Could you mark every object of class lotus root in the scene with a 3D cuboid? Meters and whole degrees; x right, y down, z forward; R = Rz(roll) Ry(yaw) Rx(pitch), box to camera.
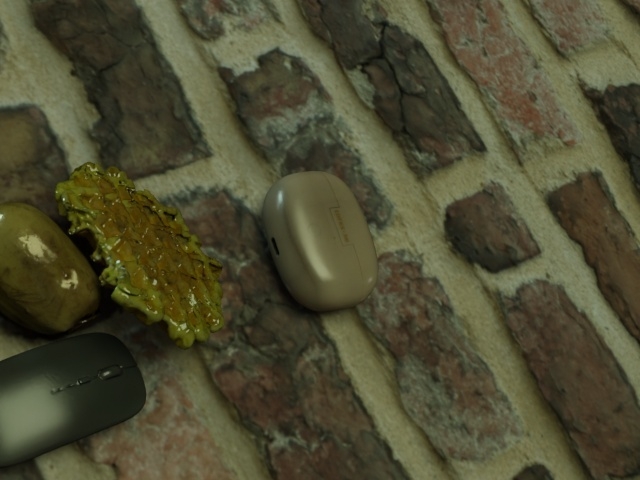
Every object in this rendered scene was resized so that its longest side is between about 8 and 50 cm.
[{"bbox_3d":[-0.350,0.025,1.500,0.221,0.125,0.118,44,13,-9],"label":"lotus root"}]

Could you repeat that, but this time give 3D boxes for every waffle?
[{"bbox_3d":[-0.218,0.013,1.558,0.291,0.051,0.291,40,21,-18],"label":"waffle"}]

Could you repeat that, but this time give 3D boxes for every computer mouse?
[{"bbox_3d":[-0.308,0.181,1.487,0.232,0.057,0.120,-17,75,-35],"label":"computer mouse"}]

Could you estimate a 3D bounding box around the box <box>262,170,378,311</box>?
[{"bbox_3d":[0.000,0.000,1.745,0.146,0.088,0.200,-8,71,-34],"label":"box"}]
